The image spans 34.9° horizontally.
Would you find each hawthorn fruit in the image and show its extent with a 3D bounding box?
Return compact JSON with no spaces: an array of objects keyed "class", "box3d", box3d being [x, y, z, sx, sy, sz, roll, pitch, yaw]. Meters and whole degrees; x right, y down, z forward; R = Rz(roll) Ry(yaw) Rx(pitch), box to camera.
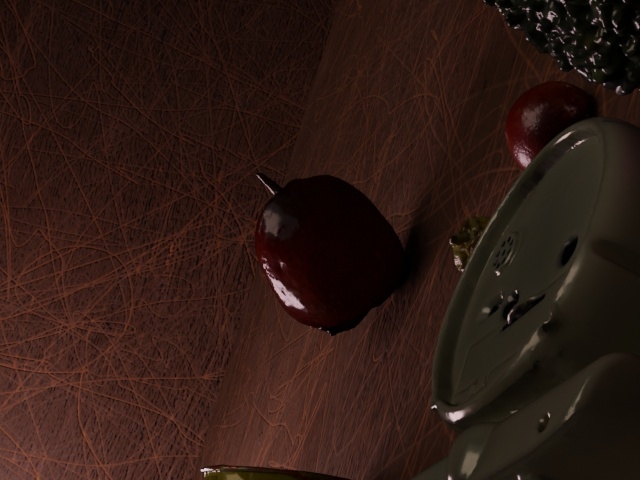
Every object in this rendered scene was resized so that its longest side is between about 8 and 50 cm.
[{"class":"hawthorn fruit","box3d":[0.000,0.000,1.327,0.189,0.251,0.189,-27,21,11]}]

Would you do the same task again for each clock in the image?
[{"class":"clock","box3d":[0.166,0.043,0.665,0.265,0.109,0.324,-56,10,55]}]

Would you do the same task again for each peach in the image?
[{"class":"peach","box3d":[0.205,-0.106,0.945,0.098,0.061,0.098,-156,90,-85]}]

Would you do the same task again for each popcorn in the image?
[{"class":"popcorn","box3d":[0.163,0.008,0.980,0.083,0.068,0.059,55,174,49]}]

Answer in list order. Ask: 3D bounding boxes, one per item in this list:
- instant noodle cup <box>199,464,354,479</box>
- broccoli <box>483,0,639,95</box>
[{"class":"instant noodle cup","box3d":[-0.049,0.339,1.136,0.205,0.205,0.153,133,148,-66]},{"class":"broccoli","box3d":[0.234,-0.267,0.691,0.281,0.348,0.293,-43,46,-17]}]
